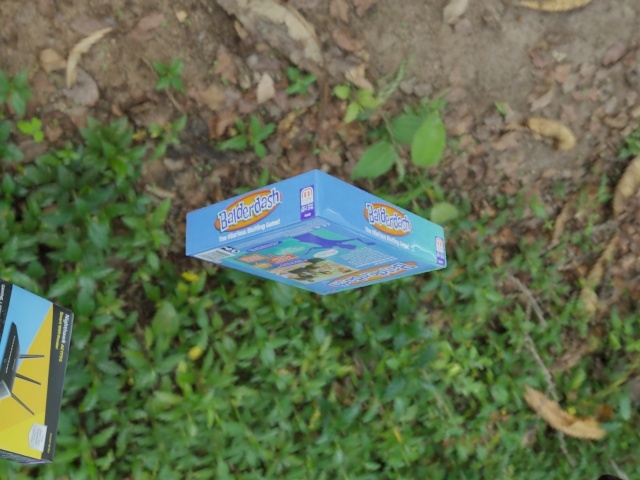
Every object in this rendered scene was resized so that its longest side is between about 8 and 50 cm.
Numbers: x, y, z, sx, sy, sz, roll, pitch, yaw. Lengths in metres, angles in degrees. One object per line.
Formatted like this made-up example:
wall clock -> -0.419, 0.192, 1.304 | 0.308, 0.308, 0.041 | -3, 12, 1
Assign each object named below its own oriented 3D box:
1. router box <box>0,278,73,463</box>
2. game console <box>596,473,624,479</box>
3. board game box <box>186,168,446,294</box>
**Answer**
router box -> -0.342, 0.144, 0.990 | 0.046, 0.179, 0.133 | -12, 152, 25
game console -> 0.291, 0.231, 0.706 | 0.044, 0.213, 0.361 | 28, 116, -11
board game box -> 0.000, 0.000, 0.876 | 0.160, 0.047, 0.210 | -15, 157, 35
